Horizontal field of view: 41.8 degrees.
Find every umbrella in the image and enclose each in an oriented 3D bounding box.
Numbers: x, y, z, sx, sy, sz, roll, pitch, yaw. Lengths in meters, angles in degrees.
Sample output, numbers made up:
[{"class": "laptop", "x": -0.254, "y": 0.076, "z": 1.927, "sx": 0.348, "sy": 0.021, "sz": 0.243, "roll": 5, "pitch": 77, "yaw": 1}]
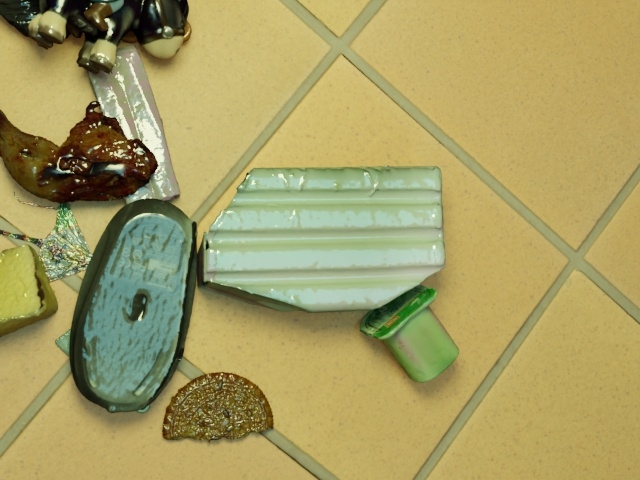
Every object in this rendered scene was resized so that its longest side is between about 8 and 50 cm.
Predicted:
[{"class": "umbrella", "x": -0.550, "y": -0.440, "z": 1.447, "sx": 0.272, "sy": 0.122, "sz": 0.110, "roll": 28, "pitch": 125, "yaw": -15}]

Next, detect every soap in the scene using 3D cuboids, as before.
[{"class": "soap", "x": 0.000, "y": 0.000, "z": 1.537, "sx": 0.446, "sy": 0.156, "sz": 0.261, "roll": -2, "pitch": 88, "yaw": -15}]

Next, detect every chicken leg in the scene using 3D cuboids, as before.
[{"class": "chicken leg", "x": -0.444, "y": -0.155, "z": 1.449, "sx": 0.322, "sy": 0.083, "sz": 0.177, "roll": -1, "pitch": 84, "yaw": -1}]

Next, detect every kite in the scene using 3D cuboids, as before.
[{"class": "kite", "x": -0.512, "y": -0.003, "z": 1.484, "sx": 0.244, "sy": 0.006, "sz": 0.198, "roll": 21, "pitch": 83, "yaw": -12}]

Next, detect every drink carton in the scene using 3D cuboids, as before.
[{"class": "drink carton", "x": 0.177, "y": 0.181, "z": 1.591, "sx": 0.146, "sy": 0.144, "sz": 0.142, "roll": -40, "pitch": 107, "yaw": -12}]

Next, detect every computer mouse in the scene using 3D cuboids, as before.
[{"class": "computer mouse", "x": -0.321, "y": 0.111, "z": 1.474, "sx": 0.203, "sy": 0.114, "sz": 0.374, "roll": 16, "pitch": 89, "yaw": -15}]

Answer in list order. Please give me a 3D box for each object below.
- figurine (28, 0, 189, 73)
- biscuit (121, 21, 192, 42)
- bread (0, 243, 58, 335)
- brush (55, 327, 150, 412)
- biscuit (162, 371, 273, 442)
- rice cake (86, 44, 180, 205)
[{"class": "figurine", "x": -0.351, "y": -0.485, "z": 1.413, "sx": 0.306, "sy": 0.241, "sz": 0.412, "roll": -6, "pitch": 94, "yaw": -19}, {"class": "biscuit", "x": -0.296, "y": -0.482, "z": 1.543, "sx": 0.165, "sy": 0.036, "sz": 0.250, "roll": 5, "pitch": 86, "yaw": -4}, {"class": "bread", "x": -0.588, "y": 0.123, "z": 1.412, "sx": 0.266, "sy": 0.178, "sz": 0.142, "roll": -20, "pitch": 126, "yaw": -10}, {"class": "brush", "x": -0.377, "y": 0.231, "z": 1.507, "sx": 0.083, "sy": 0.011, "sz": 0.205, "roll": -41, "pitch": 98, "yaw": -13}, {"class": "biscuit", "x": -0.189, "y": 0.306, "z": 1.542, "sx": 0.206, "sy": 0.025, "sz": 0.126, "roll": -3, "pitch": 88, "yaw": -15}, {"class": "rice cake", "x": -0.337, "y": -0.199, "z": 1.515, "sx": 0.106, "sy": 0.050, "sz": 0.298, "roll": -17, "pitch": 92, "yaw": -13}]
